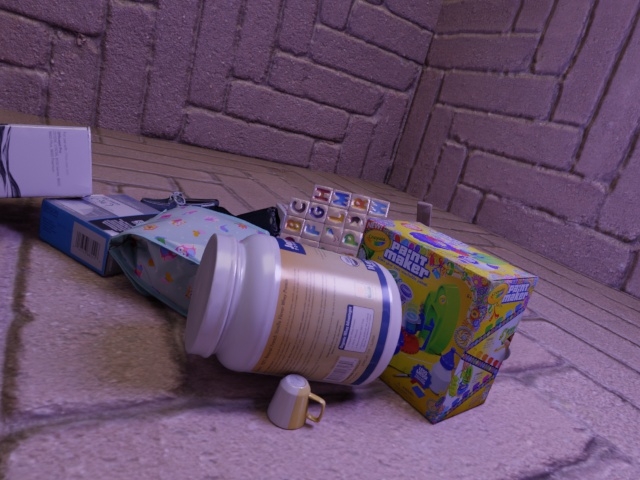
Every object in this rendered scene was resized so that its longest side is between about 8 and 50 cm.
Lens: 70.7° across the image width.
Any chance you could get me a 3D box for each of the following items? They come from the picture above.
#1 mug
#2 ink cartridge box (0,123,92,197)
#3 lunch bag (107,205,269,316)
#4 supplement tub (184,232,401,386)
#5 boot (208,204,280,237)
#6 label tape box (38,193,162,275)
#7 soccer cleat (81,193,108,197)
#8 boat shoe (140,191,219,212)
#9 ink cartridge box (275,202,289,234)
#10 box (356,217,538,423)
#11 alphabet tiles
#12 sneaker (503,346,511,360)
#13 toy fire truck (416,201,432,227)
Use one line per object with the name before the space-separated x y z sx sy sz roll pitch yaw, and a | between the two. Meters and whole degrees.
mug | -0.037 0.241 0.690 0.078 0.064 0.062 10 16 -21
ink cartridge box | -0.762 -0.184 1.056 0.394 0.166 0.285 -5 10 -30
lunch bag | -0.280 0.026 0.964 0.262 0.160 0.223 24 30 12
supplement tub | -0.049 0.116 0.768 0.316 0.228 0.228 15 15 -22
boot | -0.221 -0.051 1.321 0.207 0.094 0.246 -13 26 -3
label tape box | -0.466 -0.031 1.129 0.240 0.106 0.333 23 18 23
soccer cleat | -0.694 -0.130 1.397 0.083 0.029 0.036 9 26 -12
boat shoe | -0.460 -0.119 1.486 0.254 0.079 0.095 9 17 -24
ink cartridge box | -0.063 -0.065 1.669 0.208 0.087 0.153 9 17 -21
box | 0.208 0.136 0.892 0.177 0.279 0.290 2 20 -41
alphabet tiles | 0.059 -0.008 1.283 0.342 0.285 0.011 14 -17 5
sneaker | 0.372 0.201 1.154 0.226 0.086 0.163 29 29 9
toy fire truck | 0.238 0.005 1.361 0.217 0.246 0.158 18 -4 8
